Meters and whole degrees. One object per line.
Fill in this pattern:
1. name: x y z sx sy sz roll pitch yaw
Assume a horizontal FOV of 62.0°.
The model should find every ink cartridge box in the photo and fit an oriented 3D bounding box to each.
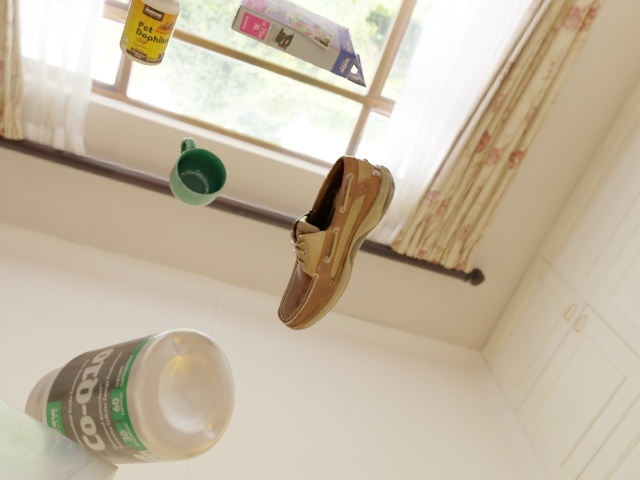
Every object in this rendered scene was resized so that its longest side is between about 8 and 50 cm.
1. ink cartridge box: -0.032 -0.451 1.163 0.311 0.065 0.186 20 -144 -19

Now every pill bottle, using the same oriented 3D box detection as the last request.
1. pill bottle: -0.429 -0.565 1.357 0.117 0.215 0.117 22 -144 -17
2. pill bottle: -0.340 0.280 0.922 0.204 0.361 0.204 30 -129 -45

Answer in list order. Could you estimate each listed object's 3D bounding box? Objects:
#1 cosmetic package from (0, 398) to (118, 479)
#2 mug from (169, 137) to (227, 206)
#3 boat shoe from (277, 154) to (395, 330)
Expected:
1. cosmetic package: -0.411 0.314 0.644 0.224 0.138 0.224 28 176 2
2. mug: -0.306 -0.162 1.329 0.129 0.097 0.158 22 -121 -21
3. boat shoe: 0.000 0.000 0.911 0.116 0.324 0.123 23 -173 -32
